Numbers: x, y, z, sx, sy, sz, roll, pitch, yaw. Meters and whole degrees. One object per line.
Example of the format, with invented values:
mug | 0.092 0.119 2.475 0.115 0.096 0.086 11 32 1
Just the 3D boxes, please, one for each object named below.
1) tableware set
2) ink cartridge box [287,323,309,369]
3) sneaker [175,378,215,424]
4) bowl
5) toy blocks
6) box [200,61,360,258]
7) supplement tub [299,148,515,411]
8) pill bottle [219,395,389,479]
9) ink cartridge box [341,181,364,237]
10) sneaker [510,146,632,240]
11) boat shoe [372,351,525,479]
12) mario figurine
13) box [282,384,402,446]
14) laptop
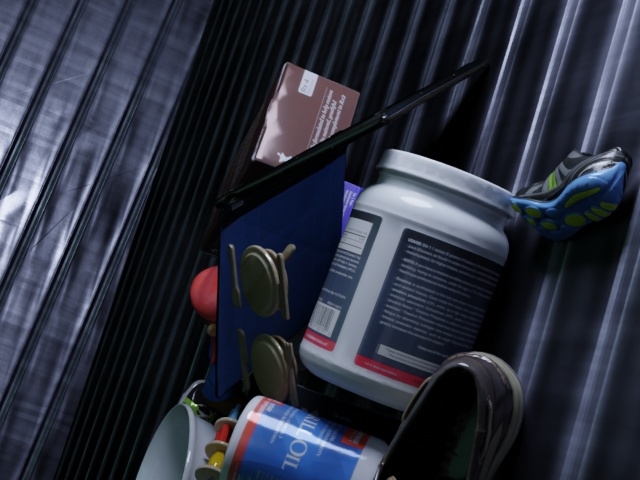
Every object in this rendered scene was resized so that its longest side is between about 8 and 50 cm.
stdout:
tableware set | -0.056 0.099 1.436 0.128 0.039 0.194 10 108 56
ink cartridge box | -0.049 0.105 1.832 0.127 0.072 0.175 16 -90 -69
sneaker | -0.219 0.368 2.177 0.097 0.084 0.234 -9 60 42
bowl | -0.214 0.427 1.968 0.298 0.134 0.298 -55 23 37
toy blocks | -0.115 0.320 1.859 0.148 0.123 0.054 -68 -21 -49
box | -0.074 -0.107 1.981 0.381 0.143 0.191 125 164 -63
supplement tub | 0.104 0.050 1.389 0.272 0.191 0.191 -69 18 0
pill bottle | 0.007 0.268 1.355 0.124 0.221 0.124 18 -90 -81
ink cartridge box | 0.000 0.000 1.972 0.206 0.045 0.208 -70 20 -4
sneaker | 0.268 -0.052 1.265 0.078 0.067 0.188 -53 10 -22
boat shoe | 0.091 0.273 1.206 0.132 0.130 0.355 16 83 28
mario figurine | -0.119 0.162 1.974 0.198 0.170 0.320 59 157 32
box | -0.001 0.276 1.496 0.093 0.156 0.158 -21 50 67
laptop | 0.046 -0.025 1.599 0.408 0.236 0.382 -25 6 31
